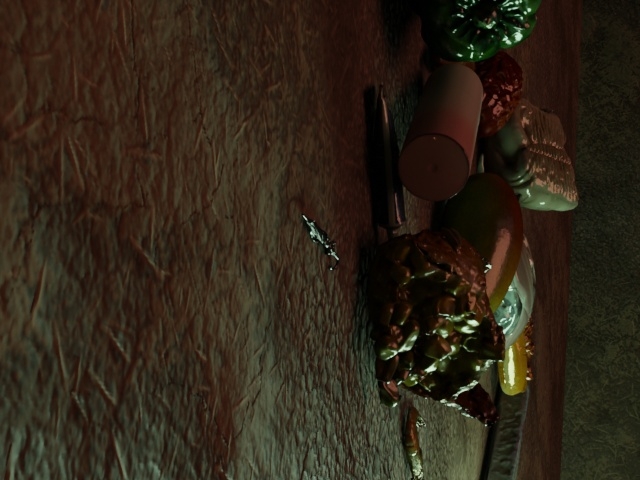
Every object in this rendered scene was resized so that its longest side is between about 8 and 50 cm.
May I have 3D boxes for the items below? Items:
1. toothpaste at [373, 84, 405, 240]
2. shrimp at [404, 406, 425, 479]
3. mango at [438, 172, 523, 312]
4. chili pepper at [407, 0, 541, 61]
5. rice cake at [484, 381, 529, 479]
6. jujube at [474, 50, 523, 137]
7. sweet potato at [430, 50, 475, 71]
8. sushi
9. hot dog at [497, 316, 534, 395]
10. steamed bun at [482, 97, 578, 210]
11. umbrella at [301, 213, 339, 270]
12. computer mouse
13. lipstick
[{"bbox_3d":[0.081,-0.090,1.263,0.057,0.035,0.197,-69,154,-77],"label":"toothpaste"},{"bbox_3d":[0.136,0.285,1.454,0.083,0.023,0.114,-53,136,-64],"label":"shrimp"},{"bbox_3d":[0.237,0.024,1.592,0.146,0.129,0.289,61,44,-59],"label":"mango"},{"bbox_3d":[0.191,-0.387,1.398,0.385,0.168,0.213,-86,180,-49],"label":"chili pepper"},{"bbox_3d":[0.364,0.414,2.063,0.399,0.064,0.070,-66,156,-49],"label":"rice cake"},{"bbox_3d":[0.271,-0.237,1.715,0.112,0.109,0.176,48,47,-16],"label":"jujube"},{"bbox_3d":[0.202,-0.279,1.583,0.218,0.051,0.065,-12,104,-71],"label":"sweet potato"},{"bbox_3d":[0.141,0.109,1.280,0.179,0.167,0.296,-96,-178,-49],"label":"sushi"},{"bbox_3d":[0.391,0.190,2.099,0.102,0.076,0.249,-29,114,-66],"label":"hot dog"},{"bbox_3d":[0.384,-0.152,1.994,0.218,0.144,0.211,11,67,-42],"label":"steamed bun"},{"bbox_3d":[0.002,-0.003,1.067,0.022,0.013,0.122,-59,152,-17],"label":"umbrella"},{"bbox_3d":[0.329,0.029,1.878,0.199,0.115,0.389,-50,138,-66],"label":"computer mouse"},{"bbox_3d":[0.162,-0.150,1.361,0.327,0.087,0.087,-64,150,-64],"label":"lipstick"}]
